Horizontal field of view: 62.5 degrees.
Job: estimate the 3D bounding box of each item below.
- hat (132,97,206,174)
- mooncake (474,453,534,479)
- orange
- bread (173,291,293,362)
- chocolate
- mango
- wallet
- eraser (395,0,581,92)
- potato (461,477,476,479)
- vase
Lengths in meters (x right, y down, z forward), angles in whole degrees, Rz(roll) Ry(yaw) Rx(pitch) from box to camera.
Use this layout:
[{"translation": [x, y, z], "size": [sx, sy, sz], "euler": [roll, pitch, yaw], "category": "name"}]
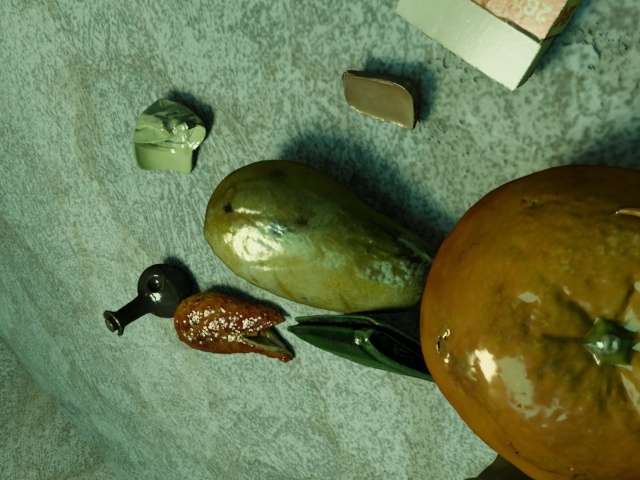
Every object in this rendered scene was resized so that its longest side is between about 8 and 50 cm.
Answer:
[{"translation": [-0.251, -0.170, 0.890], "size": [0.122, 0.081, 0.166], "euler": [6, 148, -6], "category": "hat"}, {"translation": [0.311, 0.364, 0.582], "size": [0.324, 0.187, 0.324], "euler": [47, 158, 26], "category": "mooncake"}, {"translation": [0.234, 0.074, 0.475], "size": [0.283, 0.226, 0.284], "euler": [0, 90, 21], "category": "orange"}, {"translation": [-0.180, 0.170, 1.021], "size": [0.268, 0.095, 0.139], "euler": [8, 128, 33], "category": "bread"}, {"translation": [0.074, -0.170, 0.621], "size": [0.100, 0.031, 0.064], "euler": [24, 148, 33], "category": "chocolate"}, {"translation": [-0.001, 0.001, 0.716], "size": [0.329, 0.176, 0.176], "euler": [21, 167, 5], "category": "mango"}, {"translation": [0.067, 0.152, 0.752], "size": [0.160, 0.055, 0.236], "euler": [32, 162, -21], "category": "wallet"}, {"translation": [0.168, -0.267, 0.452], "size": [0.157, 0.038, 0.230], "euler": [43, 141, 19], "category": "eraser"}, {"translation": [0.251, 0.440, 0.798], "size": [0.137, 0.137, 0.176], "euler": [11, 102, 36], "category": "potato"}, {"translation": [-0.354, 0.126, 1.078], "size": [0.120, 0.183, 0.120], "euler": [23, 131, 29], "category": "vase"}]
